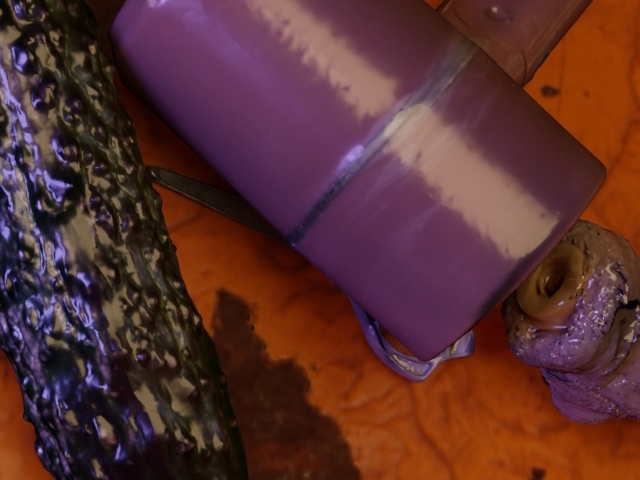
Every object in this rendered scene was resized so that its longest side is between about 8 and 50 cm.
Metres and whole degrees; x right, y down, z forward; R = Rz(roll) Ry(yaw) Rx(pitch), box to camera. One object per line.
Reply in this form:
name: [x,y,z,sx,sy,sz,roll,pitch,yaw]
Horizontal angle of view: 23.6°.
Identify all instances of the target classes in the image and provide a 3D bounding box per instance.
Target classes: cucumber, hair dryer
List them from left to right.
cucumber: [-0.119,-0.015,0.672,0.096,0.096,0.359,-18,87,-27]
hair dryer: [0.072,-0.124,0.780,0.210,0.125,0.352,42,52,-1]

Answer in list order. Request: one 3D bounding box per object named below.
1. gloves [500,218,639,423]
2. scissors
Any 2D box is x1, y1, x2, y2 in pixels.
gloves: [0.158,0.047,0.762,0.144,0.094,0.110,4,101,-35]
scissors: [0.000,0.000,0.763,0.189,0.015,0.100,23,67,-16]
